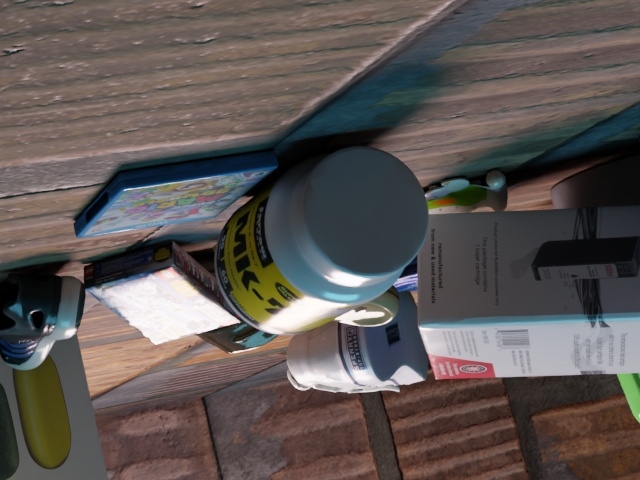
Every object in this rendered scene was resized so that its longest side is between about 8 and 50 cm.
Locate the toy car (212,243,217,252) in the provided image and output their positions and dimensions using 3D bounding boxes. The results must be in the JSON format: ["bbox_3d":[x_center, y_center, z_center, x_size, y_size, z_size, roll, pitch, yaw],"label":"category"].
[{"bbox_3d":[-0.045,0.009,1.634,0.122,0.060,0.040,-23,137,20],"label":"toy car"}]

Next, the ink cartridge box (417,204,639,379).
[{"bbox_3d":[0.235,0.052,1.710,0.273,0.114,0.197,-2,161,8],"label":"ink cartridge box"}]

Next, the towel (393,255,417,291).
[{"bbox_3d":[0.191,0.036,2.222,0.243,0.040,0.336,-16,171,27],"label":"towel"}]

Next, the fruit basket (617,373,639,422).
[{"bbox_3d":[0.490,0.063,2.171,0.392,0.283,0.392,-17,158,-7],"label":"fruit basket"}]

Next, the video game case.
[{"bbox_3d":[-0.112,-0.033,1.370,0.119,0.015,0.166,-10,172,-21],"label":"video game case"}]

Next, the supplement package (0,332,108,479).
[{"bbox_3d":[-0.352,0.228,1.905,0.199,0.263,0.198,-9,171,-25],"label":"supplement package"}]

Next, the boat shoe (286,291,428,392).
[{"bbox_3d":[0.033,0.142,2.312,0.156,0.136,0.367,-12,180,15],"label":"boat shoe"}]

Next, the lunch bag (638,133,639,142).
[{"bbox_3d":[0.385,0.015,1.473,0.138,0.293,0.221,-11,172,-10],"label":"lunch bag"}]

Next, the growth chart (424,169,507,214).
[{"bbox_3d":[0.068,-0.022,1.710,0.237,0.021,0.172,-15,170,13],"label":"growth chart"}]

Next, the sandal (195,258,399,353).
[{"bbox_3d":[-0.058,0.071,1.807,0.302,0.086,0.120,6,167,-22],"label":"sandal"}]

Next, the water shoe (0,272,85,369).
[{"bbox_3d":[-0.278,0.066,1.672,0.080,0.073,0.203,14,158,-21],"label":"water shoe"}]

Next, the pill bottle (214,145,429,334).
[{"bbox_3d":[0.000,0.000,1.403,0.119,0.119,0.208,-9,171,-21],"label":"pill bottle"}]

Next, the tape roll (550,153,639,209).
[{"bbox_3d":[0.343,-0.041,1.814,0.219,0.072,0.219,-12,171,-2],"label":"tape roll"}]

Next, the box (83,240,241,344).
[{"bbox_3d":[-0.145,0.050,1.679,0.094,0.027,0.137,-15,150,19],"label":"box"}]
